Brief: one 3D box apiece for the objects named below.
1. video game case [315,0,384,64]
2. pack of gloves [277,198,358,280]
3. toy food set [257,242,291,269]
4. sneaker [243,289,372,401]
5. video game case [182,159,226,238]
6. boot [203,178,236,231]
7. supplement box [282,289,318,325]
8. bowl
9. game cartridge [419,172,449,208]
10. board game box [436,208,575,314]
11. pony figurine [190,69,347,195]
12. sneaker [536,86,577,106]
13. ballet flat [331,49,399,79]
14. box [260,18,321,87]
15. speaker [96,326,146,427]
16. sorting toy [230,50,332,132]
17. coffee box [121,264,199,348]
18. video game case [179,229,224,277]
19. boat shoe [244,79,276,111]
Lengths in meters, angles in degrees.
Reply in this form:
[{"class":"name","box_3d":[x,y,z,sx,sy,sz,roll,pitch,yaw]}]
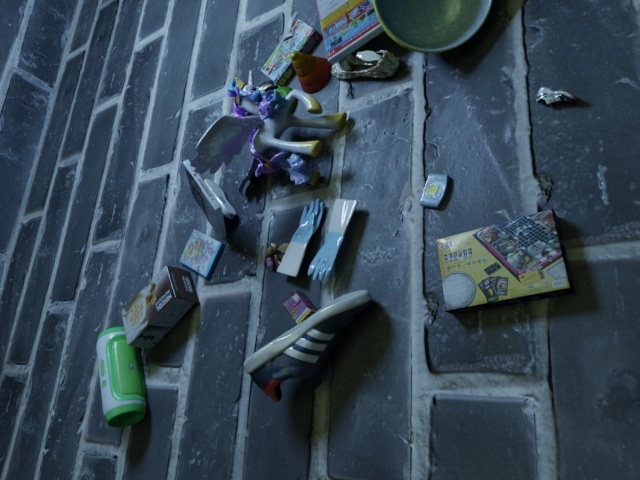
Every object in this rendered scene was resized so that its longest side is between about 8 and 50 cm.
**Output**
[{"class":"video game case","box_3d":[0.088,-0.657,1.427,0.204,0.025,0.285,-25,57,27]},{"class":"pack of gloves","box_3d":[0.000,0.000,1.333,0.195,0.046,0.232,10,74,48]},{"class":"toy food set","box_3d":[-0.119,0.045,1.412,0.122,0.019,0.077,5,76,31]},{"class":"sneaker","box_3d":[-0.005,0.254,1.188,0.350,0.131,0.148,-35,85,9]},{"class":"video game case","box_3d":[-0.338,-0.117,1.479,0.023,0.201,0.183,-32,73,-17]},{"class":"boot","box_3d":[-0.346,-0.114,1.615,0.086,0.069,0.190,-49,54,17]},{"class":"supplement box","box_3d":[-0.050,0.176,1.288,0.055,0.043,0.083,-51,51,11]},{"class":"bowl","box_3d":[0.266,-0.607,1.255,0.289,0.290,0.156,-53,7,9]},{"class":"game cartridge","box_3d":[0.270,-0.117,1.174,0.056,0.017,0.083,14,82,37]},{"class":"board game box","box_3d":[0.365,0.048,1.017,0.243,0.042,0.164,-17,63,33]},{"class":"pony figurine","box_3d":[-0.155,-0.293,1.434,0.364,0.303,0.350,24,89,19]},{"class":"sneaker","box_3d":[0.499,-0.299,1.062,0.083,0.032,0.036,32,107,46]},{"class":"ballet flat","box_3d":[0.112,-0.505,1.409,0.241,0.077,0.091,12,81,41]},{"class":"box","box_3d":[-0.098,-0.613,1.642,0.207,0.036,0.114,-51,50,11]},{"class":"speaker","box_3d":[-0.633,0.428,1.587,0.131,0.131,0.296,-39,53,20]},{"class":"sorting toy","box_3d":[-0.141,-0.464,1.559,0.366,0.126,0.127,-34,55,22]},{"class":"coffee box","box_3d":[-0.513,0.214,1.597,0.246,0.098,0.141,-42,52,18]},{"class":"video game case","box_3d":[-0.387,0.041,1.624,0.166,0.015,0.119,22,87,41]},{"class":"boat shoe","box_3d":[-0.214,-0.482,1.673,0.152,0.056,0.049,-23,55,19]}]
